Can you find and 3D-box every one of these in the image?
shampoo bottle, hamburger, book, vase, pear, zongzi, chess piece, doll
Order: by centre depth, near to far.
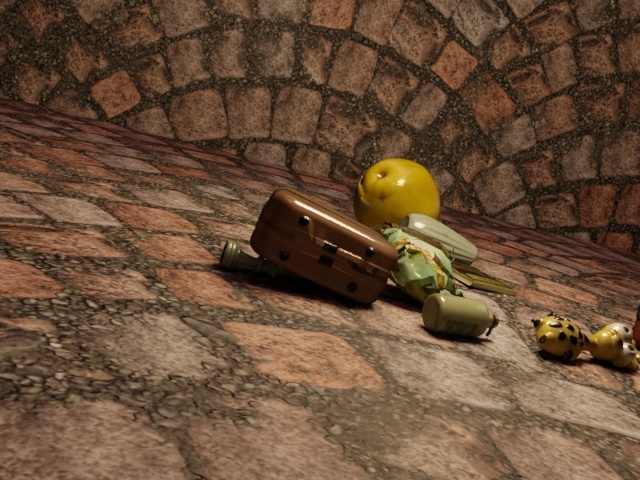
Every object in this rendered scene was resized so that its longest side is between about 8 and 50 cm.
[{"bbox_3d":[0.292,0.155,1.514,0.162,0.079,0.079,10,12,-22],"label":"shampoo bottle"},{"bbox_3d":[-0.134,0.047,1.561,0.149,0.059,0.059,17,10,-14],"label":"chess piece"},{"bbox_3d":[0.573,0.217,1.583,0.291,0.086,0.117,13,51,-22],"label":"doll"},{"bbox_3d":[0.231,0.077,1.705,0.235,0.125,0.214,41,14,-17],"label":"hamburger"},{"bbox_3d":[0.238,0.016,2.090,0.248,0.111,0.241,18,5,-10],"label":"zongzi"},{"bbox_3d":[0.432,0.101,2.129,0.160,0.024,0.228,13,10,-25],"label":"book"},{"bbox_3d":[0.359,0.008,2.261,0.248,0.128,0.128,21,9,-12],"label":"vase"},{"bbox_3d":[0.259,-0.111,2.415,0.336,0.285,0.285,50,-4,-24],"label":"pear"}]

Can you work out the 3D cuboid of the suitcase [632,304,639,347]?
[{"bbox_3d":[0.933,0.222,1.831,0.297,0.161,0.236,6,14,-42],"label":"suitcase"}]

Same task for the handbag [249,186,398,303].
[{"bbox_3d":[0.000,0.000,1.614,0.302,0.149,0.283,24,6,-11],"label":"handbag"}]
